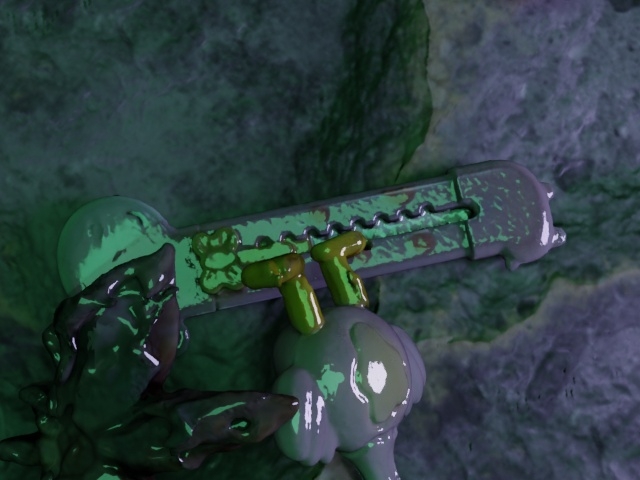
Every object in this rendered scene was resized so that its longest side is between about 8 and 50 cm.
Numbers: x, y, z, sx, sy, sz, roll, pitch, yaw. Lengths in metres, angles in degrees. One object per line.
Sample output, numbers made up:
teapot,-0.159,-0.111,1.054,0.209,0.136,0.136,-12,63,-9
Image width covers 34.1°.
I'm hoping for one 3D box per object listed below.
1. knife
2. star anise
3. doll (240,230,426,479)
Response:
knife,0.000,0.000,0.808,0.398,0.038,0.132,-11,83,-12
star anise,-0.139,0.133,0.688,0.198,0.110,0.258,44,107,26
doll,0.052,0.175,0.731,0.160,0.094,0.365,-17,79,-50
